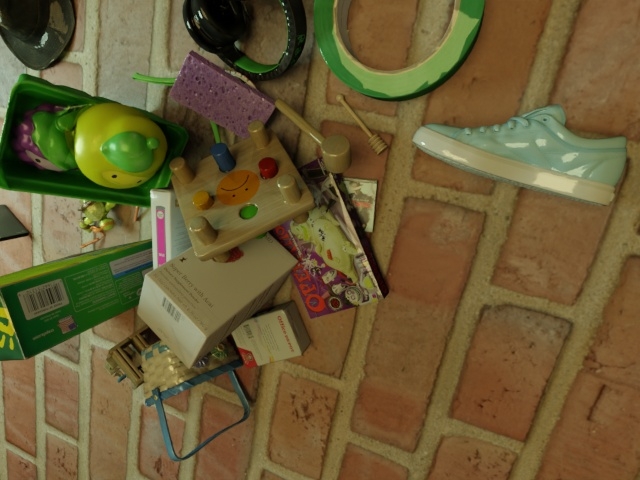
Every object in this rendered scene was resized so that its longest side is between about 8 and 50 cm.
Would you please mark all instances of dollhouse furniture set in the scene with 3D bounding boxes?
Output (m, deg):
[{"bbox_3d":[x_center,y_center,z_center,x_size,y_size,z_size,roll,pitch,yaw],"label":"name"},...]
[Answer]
[{"bbox_3d":[-0.551,0.365,1.228,0.129,0.129,0.183,49,137,4],"label":"dollhouse furniture set"}]

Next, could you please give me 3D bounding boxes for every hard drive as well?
[{"bbox_3d":[-1.030,-0.057,1.309,0.135,0.094,0.022,45,114,6],"label":"hard drive"}]

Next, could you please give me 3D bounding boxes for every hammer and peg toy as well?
[{"bbox_3d":[-0.124,-0.133,0.858,0.361,0.127,0.266,-27,56,-5],"label":"hammer and peg toy"}]

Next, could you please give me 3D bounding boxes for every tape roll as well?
[{"bbox_3d":[0.148,-0.442,0.791,0.321,0.077,0.321,4,104,19],"label":"tape roll"}]

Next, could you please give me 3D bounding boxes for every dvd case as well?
[{"bbox_3d":[0.084,-0.082,0.931,0.087,0.013,0.119,9,105,19],"label":"dvd case"}]

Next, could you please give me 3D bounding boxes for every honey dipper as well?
[{"bbox_3d":[0.085,-0.255,0.884,0.030,0.030,0.160,-42,83,23],"label":"honey dipper"}]

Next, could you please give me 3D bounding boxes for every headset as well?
[{"bbox_3d":[-0.187,-0.529,0.850,0.394,0.185,0.243,41,144,-9],"label":"headset"}]

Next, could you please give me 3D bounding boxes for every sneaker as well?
[{"bbox_3d":[0.363,-0.183,0.752,0.366,0.135,0.150,18,100,7],"label":"sneaker"},{"bbox_3d":[-0.225,-0.353,0.940,0.170,0.063,0.075,24,81,6],"label":"sneaker"}]

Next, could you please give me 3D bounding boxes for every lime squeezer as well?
[{"bbox_3d":[-0.311,-0.334,0.981,0.310,0.059,0.110,44,72,4],"label":"lime squeezer"}]

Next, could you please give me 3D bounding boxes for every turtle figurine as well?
[{"bbox_3d":[-0.659,-0.104,1.164,0.269,0.087,0.217,-31,90,24],"label":"turtle figurine"}]

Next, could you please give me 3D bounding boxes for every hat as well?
[{"bbox_3d":[-0.827,-0.640,1.082,0.331,0.134,0.331,4,103,19],"label":"hat"}]

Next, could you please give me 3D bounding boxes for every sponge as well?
[{"bbox_3d":[-0.217,-0.316,0.909,0.210,0.031,0.117,27,131,-22],"label":"sponge"}]

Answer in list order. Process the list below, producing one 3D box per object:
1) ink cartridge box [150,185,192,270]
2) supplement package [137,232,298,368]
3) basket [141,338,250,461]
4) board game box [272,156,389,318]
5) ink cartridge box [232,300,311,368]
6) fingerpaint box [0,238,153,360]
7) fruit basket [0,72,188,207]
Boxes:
[{"bbox_3d":[-0.339,0.045,1.030,0.069,0.176,0.371,7,104,19],"label":"ink cartridge box"},{"bbox_3d":[-0.225,0.103,0.916,0.177,0.293,0.175,43,135,7],"label":"supplement package"},{"bbox_3d":[-0.325,0.379,1.060,0.201,0.255,0.289,-25,83,30],"label":"basket"},{"bbox_3d":[0.000,0.000,0.956,0.208,0.056,0.347,-21,94,33],"label":"board game box"},{"bbox_3d":[-0.129,0.245,1.053,0.175,0.072,0.127,-20,94,23],"label":"ink cartridge box"},{"bbox_3d":[-0.671,0.140,1.030,0.371,0.445,0.163,-9,99,21],"label":"fingerpaint box"},{"bbox_3d":[-0.476,-0.194,0.900,0.392,0.392,0.283,36,112,10],"label":"fruit basket"}]
